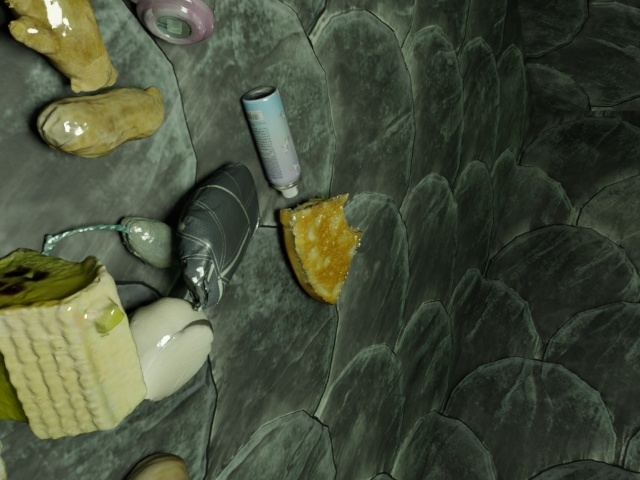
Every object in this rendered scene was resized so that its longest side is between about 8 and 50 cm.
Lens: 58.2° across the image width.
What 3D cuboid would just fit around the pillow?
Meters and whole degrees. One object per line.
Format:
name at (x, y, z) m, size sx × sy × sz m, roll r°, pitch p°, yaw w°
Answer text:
pillow at (-0.172, -0.018, 0.997) m, size 0.335 × 0.093 × 0.161 m, roll -76°, pitch 152°, yaw -59°

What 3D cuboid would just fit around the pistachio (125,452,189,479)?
pistachio at (-0.292, 0.442, 0.966) m, size 0.185 × 0.124 × 0.124 m, roll -32°, pitch 124°, yaw -43°

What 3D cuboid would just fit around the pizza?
pizza at (0.000, 0.000, 1.344) m, size 0.223 × 0.089 × 0.323 m, roll -53°, pitch 141°, yaw -28°

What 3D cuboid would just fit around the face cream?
face cream at (-0.091, -0.191, 1.165) m, size 0.075 × 0.075 × 0.229 m, roll -50°, pitch 137°, yaw -40°

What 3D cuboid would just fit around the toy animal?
toy animal at (-0.297, 0.000, 0.892) m, size 0.253 × 0.070 × 0.079 m, roll 9°, pitch 77°, yaw -56°

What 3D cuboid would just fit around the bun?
bun at (-0.266, 0.163, 0.927) m, size 0.173 × 0.120 × 0.173 m, roll -44°, pitch 157°, yaw -24°

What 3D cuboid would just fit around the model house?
model house at (-0.330, 0.131, 0.709) m, size 0.175 × 0.234 × 0.193 m, roll -36°, pitch 126°, yaw -49°

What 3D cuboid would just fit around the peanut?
peanut at (-0.305, -0.171, 0.815) m, size 0.214 × 0.100 × 0.099 m, roll -45°, pitch 134°, yaw -50°

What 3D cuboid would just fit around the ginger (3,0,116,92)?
ginger at (-0.364, -0.345, 0.650) m, size 0.363 × 0.122 × 0.348 m, roll -34°, pitch 117°, yaw -62°

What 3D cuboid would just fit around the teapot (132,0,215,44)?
teapot at (-0.231, -0.391, 0.888) m, size 0.116 × 0.148 × 0.146 m, roll 116°, pitch -20°, yaw -72°

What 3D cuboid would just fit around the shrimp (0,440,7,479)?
shrimp at (-0.493, 0.281, 0.645) m, size 0.247 × 0.085 × 0.360 m, roll -32°, pitch 128°, yaw -42°
